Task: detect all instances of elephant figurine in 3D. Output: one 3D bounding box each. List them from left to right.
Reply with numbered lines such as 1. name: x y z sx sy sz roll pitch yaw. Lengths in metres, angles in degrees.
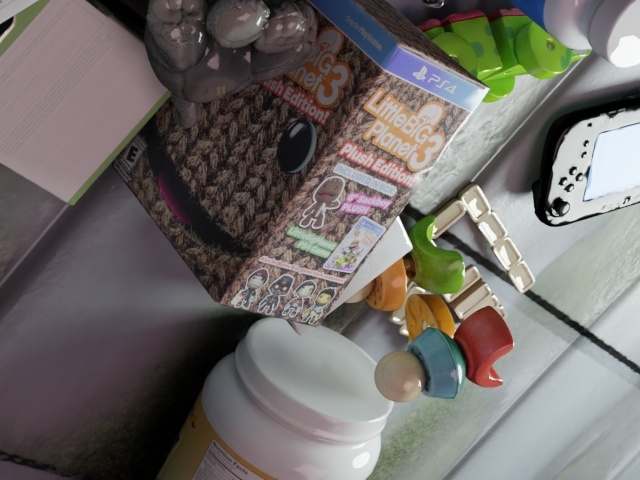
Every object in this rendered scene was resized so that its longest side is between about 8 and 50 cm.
1. elephant figurine: -0.096 -0.256 1.161 0.186 0.239 0.169 -19 161 13

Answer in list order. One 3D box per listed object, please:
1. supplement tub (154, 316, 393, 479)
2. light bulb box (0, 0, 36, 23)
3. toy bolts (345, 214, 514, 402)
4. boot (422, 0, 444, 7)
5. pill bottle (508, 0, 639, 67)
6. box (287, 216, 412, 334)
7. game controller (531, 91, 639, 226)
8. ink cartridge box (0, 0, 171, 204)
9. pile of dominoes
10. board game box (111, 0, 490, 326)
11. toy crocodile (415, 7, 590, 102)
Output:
1. supplement tub: -0.065 0.272 1.618 0.228 0.228 0.316 4 124 -43
2. light bulb box: -0.347 -0.289 0.828 0.358 0.225 0.361 -34 141 -8
3. toy bolts: 0.105 0.117 1.612 0.158 0.228 0.218 -15 135 -19
4. boot: 0.089 -0.295 1.228 0.263 0.091 0.229 -55 151 -19
5. pill bottle: 0.257 -0.274 1.370 0.124 0.221 0.124 -23 139 -22
6. box: 0.000 0.000 1.521 0.170 0.091 0.130 -37 143 -6
7. game controller: 0.415 -0.120 1.785 0.319 0.067 0.166 -16 136 -30
8. ink cartridge box: -0.251 -0.148 1.189 0.171 0.056 0.235 -47 140 6
9. pile of dominoes: 0.169 0.049 1.780 0.196 0.040 0.251 -39 134 -1
10. board game box: -0.028 -0.107 1.278 0.141 0.232 0.291 17 114 -48
11. toy crocodile: 0.163 -0.207 1.460 0.340 0.105 0.115 -13 176 -33
